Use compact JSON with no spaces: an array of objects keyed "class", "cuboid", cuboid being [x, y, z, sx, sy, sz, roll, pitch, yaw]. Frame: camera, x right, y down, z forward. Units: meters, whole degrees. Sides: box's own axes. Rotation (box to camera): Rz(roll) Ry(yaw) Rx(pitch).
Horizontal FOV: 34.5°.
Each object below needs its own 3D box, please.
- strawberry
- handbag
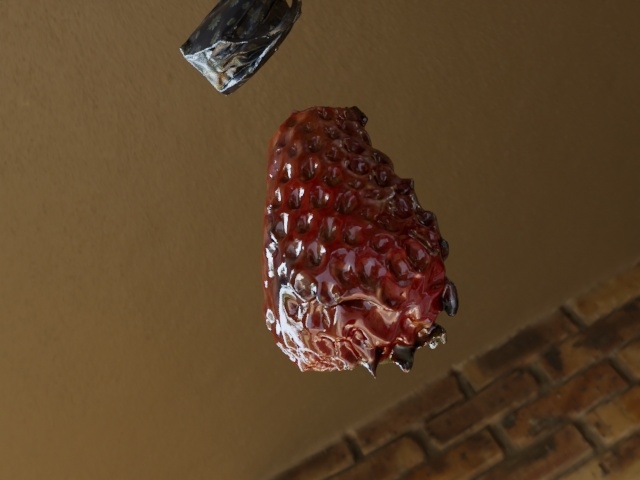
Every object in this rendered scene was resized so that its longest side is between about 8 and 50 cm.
[{"class":"strawberry","cuboid":[0.010,0.008,1.050,0.150,0.253,0.280,-11,-77,-32]},{"class":"handbag","cuboid":[-0.059,-0.204,1.005,0.072,0.139,0.115,45,-107,-24]}]
